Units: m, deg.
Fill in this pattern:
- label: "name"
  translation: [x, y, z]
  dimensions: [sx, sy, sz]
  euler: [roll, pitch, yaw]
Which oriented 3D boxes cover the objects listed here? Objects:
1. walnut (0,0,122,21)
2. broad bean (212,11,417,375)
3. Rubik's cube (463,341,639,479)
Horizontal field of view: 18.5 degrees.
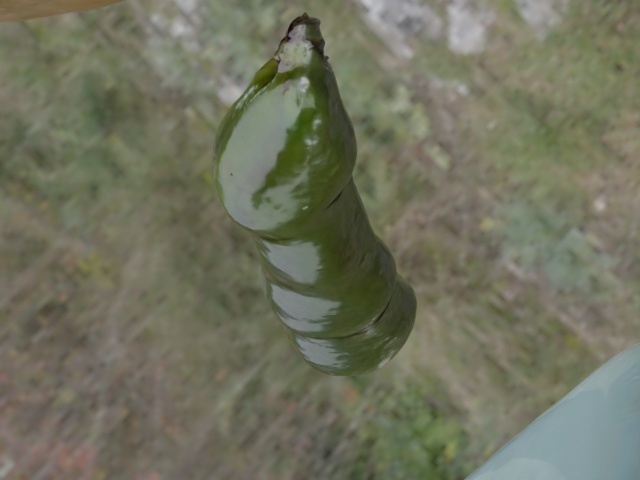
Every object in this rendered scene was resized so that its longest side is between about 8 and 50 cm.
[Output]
- label: "walnut"
  translation: [-0.114, -0.224, 0.659]
  dimensions: [0.333, 0.333, 0.333]
  euler: [27, 143, 23]
- label: "broad bean"
  translation: [0.000, 0.001, 0.691]
  dimensions: [0.052, 0.053, 0.256]
  euler: [14, 160, 13]
- label: "Rubik's cube"
  translation: [0.107, 0.282, 0.460]
  dimensions: [0.351, 0.347, 0.352]
  euler: [30, 123, -8]
